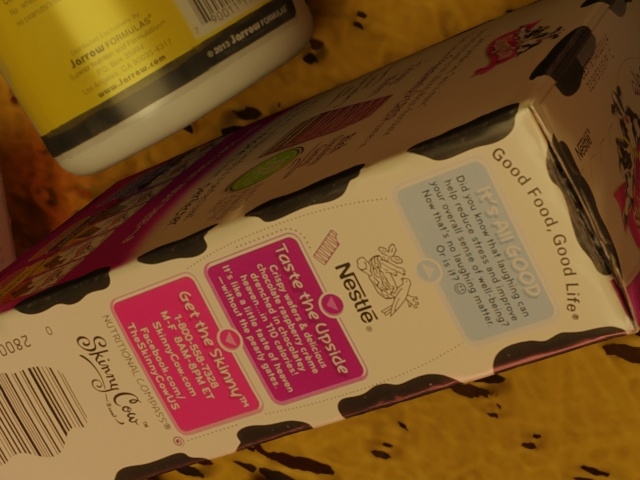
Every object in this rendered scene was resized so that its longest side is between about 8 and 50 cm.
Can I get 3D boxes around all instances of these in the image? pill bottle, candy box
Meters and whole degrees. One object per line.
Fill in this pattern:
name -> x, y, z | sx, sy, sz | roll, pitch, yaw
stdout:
pill bottle -> -0.088, -0.122, 0.522 | 0.103, 0.103, 0.184 | -25, 100, 30
candy box -> 0.000, 0.000, 0.506 | 0.233, 0.159, 0.071 | -21, 104, 30

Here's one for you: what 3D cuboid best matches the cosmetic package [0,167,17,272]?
cosmetic package -> -0.175, 0.084, 0.607 | 0.117, 0.085, 0.231 | 3, 113, 22
